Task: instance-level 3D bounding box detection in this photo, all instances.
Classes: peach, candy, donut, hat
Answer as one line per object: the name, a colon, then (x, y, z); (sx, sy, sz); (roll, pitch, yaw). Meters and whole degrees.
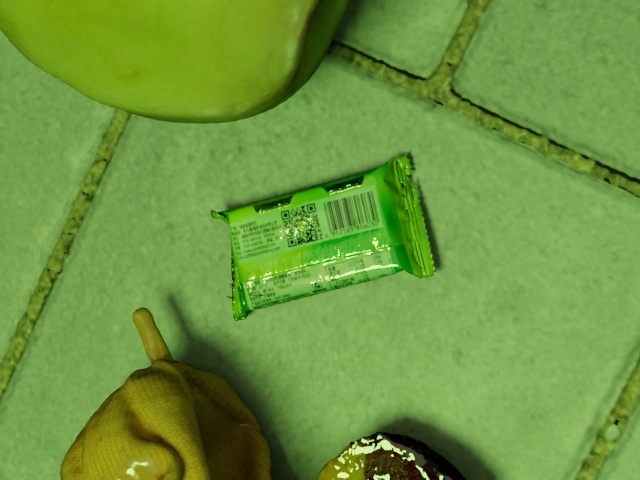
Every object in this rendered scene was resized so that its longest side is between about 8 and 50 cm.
peach: (-0.113, -0.240, 0.865); (0.316, 0.281, 0.314); (10, 59, 13)
candy: (0.000, 0.000, 0.949); (0.178, 0.032, 0.102); (-15, 88, 16)
donut: (0.065, 0.217, 0.909); (0.140, 0.059, 0.140); (0, 89, 18)
hat: (-0.133, 0.161, 0.913); (0.233, 0.244, 0.233); (-15, 70, 12)
